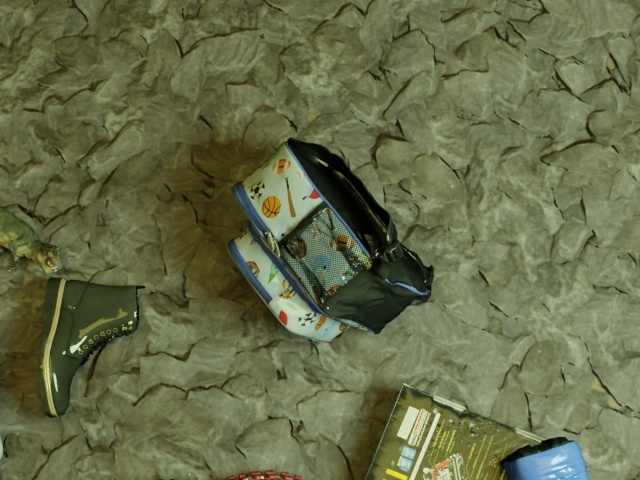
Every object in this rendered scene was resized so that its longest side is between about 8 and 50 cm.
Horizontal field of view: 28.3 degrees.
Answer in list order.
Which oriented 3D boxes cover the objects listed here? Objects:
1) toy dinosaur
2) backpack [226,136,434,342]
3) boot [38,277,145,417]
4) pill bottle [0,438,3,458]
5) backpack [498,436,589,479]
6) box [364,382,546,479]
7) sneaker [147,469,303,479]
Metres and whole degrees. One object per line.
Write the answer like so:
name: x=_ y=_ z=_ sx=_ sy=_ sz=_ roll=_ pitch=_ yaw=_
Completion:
toy dinosaur: x=-0.486 y=-0.013 z=1.830 sx=0.268 sy=0.064 sz=0.118 roll=41 pitch=73 yaw=15
backpack: x=0.000 y=0.000 z=1.713 sx=0.213 sy=0.276 sz=0.263 roll=-33 pitch=71 yaw=7
boot: x=-0.317 y=0.147 z=1.769 sx=0.137 sy=0.077 sz=0.198 roll=1 pitch=75 yaw=-2
pill bottle: x=-0.588 y=0.138 z=1.700 sx=0.229 sy=0.229 sz=0.407 roll=-20 pitch=74 yaw=-3
backpack: x=0.291 y=0.298 z=1.589 sx=0.098 sy=0.120 sz=0.101 roll=-21 pitch=74 yaw=-5
box: x=0.169 y=0.384 z=1.671 sx=0.257 sy=0.079 sz=0.322 roll=20 pitch=75 yaw=10
sneaker: x=-0.123 y=0.376 z=1.680 sx=0.299 sy=0.121 sz=0.112 roll=-3 pitch=103 yaw=1
